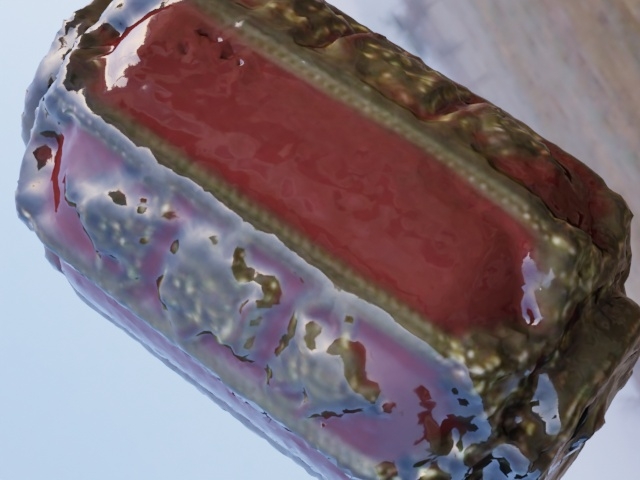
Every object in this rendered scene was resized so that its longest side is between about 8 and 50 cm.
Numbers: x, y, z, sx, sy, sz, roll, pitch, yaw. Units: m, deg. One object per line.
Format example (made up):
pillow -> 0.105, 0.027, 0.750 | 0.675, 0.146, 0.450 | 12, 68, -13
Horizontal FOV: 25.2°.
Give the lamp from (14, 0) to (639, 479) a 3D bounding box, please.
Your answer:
lamp -> 0.000, 0.000, 0.595 | 0.274, 0.177, 0.177 | 36, -176, 19
